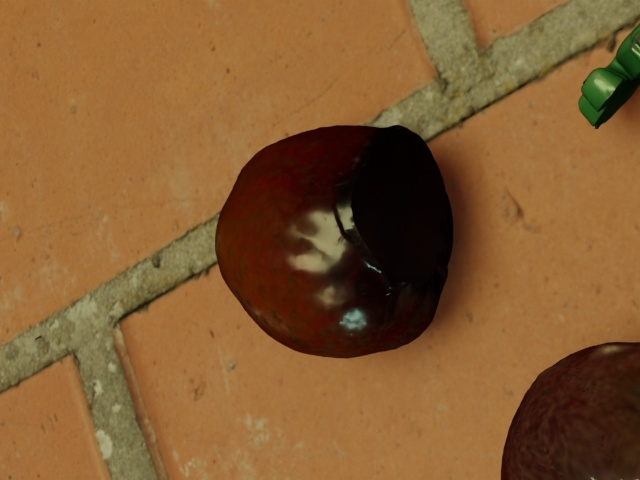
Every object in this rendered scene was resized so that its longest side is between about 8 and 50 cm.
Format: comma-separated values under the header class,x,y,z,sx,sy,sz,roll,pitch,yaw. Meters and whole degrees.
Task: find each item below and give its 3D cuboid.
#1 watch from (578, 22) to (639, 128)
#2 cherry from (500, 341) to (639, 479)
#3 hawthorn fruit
class,x,y,z,sx,sy,sz,roll,pitch,yaw
watch,0.311,-0.122,1.112,0.152,0.131,0.165,41,107,10
cherry,0.256,0.206,1.083,0.239,0.206,0.239,23,136,25
hawthorn fruit,0.000,0.000,1.265,0.249,0.215,0.215,9,93,34
